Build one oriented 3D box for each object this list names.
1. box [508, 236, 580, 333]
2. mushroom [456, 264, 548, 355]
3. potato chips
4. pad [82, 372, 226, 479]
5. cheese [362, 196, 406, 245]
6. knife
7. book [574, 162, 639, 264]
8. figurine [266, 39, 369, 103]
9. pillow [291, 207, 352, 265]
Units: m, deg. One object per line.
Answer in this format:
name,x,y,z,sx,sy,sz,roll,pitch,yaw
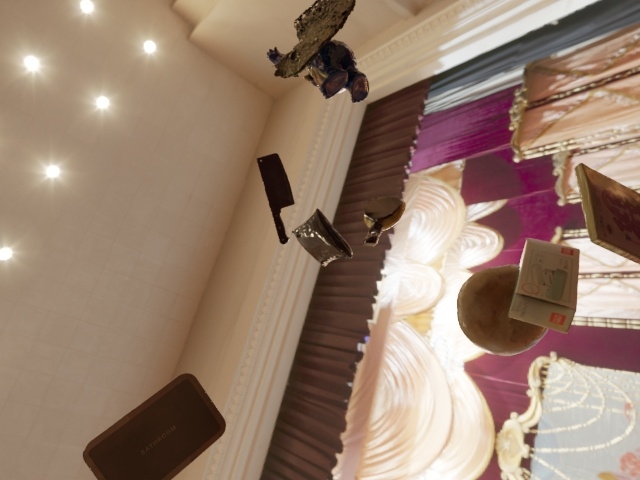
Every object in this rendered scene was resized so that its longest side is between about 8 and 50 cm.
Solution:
box,0.555,0.099,1.076,0.269,0.135,0.079,-47,-36,-47
mushroom,0.559,0.197,1.375,0.292,0.290,0.293,0,-75,2
potato chips,-0.017,-0.434,0.906,0.029,0.202,0.220,36,-111,-41
pad,-0.354,0.436,0.956,0.266,0.002,0.176,-35,-85,-28
cheese,0.121,-0.038,0.894,0.162,0.086,0.036,-58,-37,-50
knife,-0.109,-0.113,1.175,0.072,0.019,0.245,-15,-89,2
book,0.537,-0.027,0.743,0.231,0.022,0.162,21,-125,-16
figurine,0.008,-0.418,1.026,0.164,0.262,0.121,-2,-53,-51
pillow,0.000,0.000,1.097,0.055,0.208,0.141,-40,-85,-22
